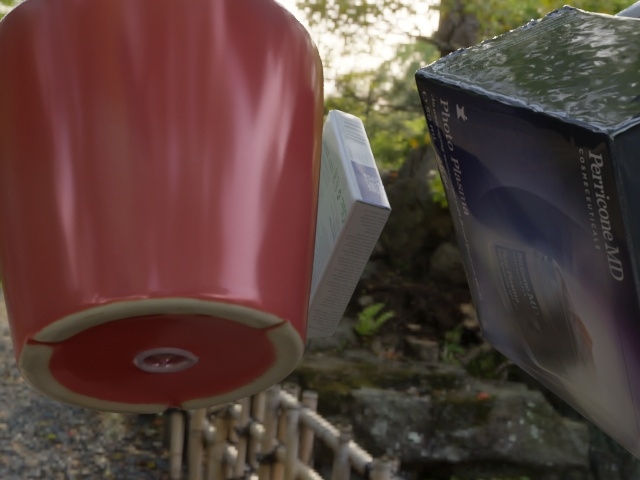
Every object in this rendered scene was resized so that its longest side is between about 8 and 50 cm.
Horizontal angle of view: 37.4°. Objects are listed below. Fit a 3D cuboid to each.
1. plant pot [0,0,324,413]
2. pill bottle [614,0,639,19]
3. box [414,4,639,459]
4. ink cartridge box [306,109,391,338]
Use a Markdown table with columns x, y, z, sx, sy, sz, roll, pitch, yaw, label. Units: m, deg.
| x | y | z | sx | sy | sz | roll | pitch | yaw | label |
| --- | --- | --- | --- | --- | --- | --- | --- | --- | --- |
| -0.120 | -0.018 | 0.701 | 0.274 | 0.243 | 0.275 | -6 | -29 | -3 | plant pot |
| 0.393 | -0.108 | 1.029 | 0.161 | 0.283 | 0.161 | -30 | -13 | -7 | pill bottle |
| 0.244 | -0.016 | 0.784 | 0.182 | 0.296 | 0.294 | -24 | 24 | -13 | box |
| 0.000 | 0.000 | 1.041 | 0.045 | 0.224 | 0.223 | 17 | 28 | -17 | ink cartridge box |
